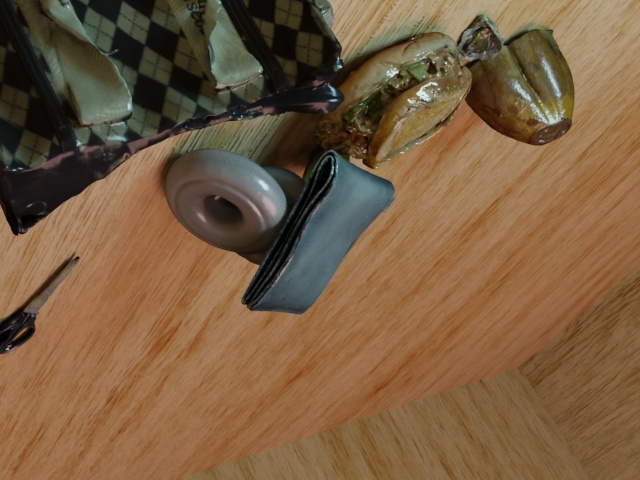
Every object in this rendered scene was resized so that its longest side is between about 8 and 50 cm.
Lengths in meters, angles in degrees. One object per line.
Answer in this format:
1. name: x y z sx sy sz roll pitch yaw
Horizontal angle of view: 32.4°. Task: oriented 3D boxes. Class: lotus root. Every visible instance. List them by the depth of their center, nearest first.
1. lotus root: 0.378 -0.267 2.025 0.188 0.180 0.199 -40 157 32

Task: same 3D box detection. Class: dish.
1. dish: 0.014 -0.140 2.020 0.091 0.039 0.137 -43 156 18

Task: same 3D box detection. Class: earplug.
1. earplug: -0.123 -0.064 1.852 0.214 0.175 0.325 3 167 26

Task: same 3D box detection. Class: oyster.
1. oyster: 0.272 -0.349 1.915 0.100 0.037 0.098 -21 148 37

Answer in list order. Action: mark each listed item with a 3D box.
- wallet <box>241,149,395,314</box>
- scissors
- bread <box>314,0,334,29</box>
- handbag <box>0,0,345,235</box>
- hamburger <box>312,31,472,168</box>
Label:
1. wallet: 0.001 0.000 1.844 0.290 0.054 0.251 -59 156 7
2. scissors: -0.506 0.117 1.945 0.300 0.022 0.109 -45 158 29
3. bread: -0.144 -0.252 1.505 0.337 0.102 0.183 -21 160 -28
4. handbag: -0.203 -0.212 1.223 0.416 0.316 0.180 -23 151 -17
5. hamburger: 0.126 -0.225 1.845 0.286 0.146 0.243 -39 164 4
